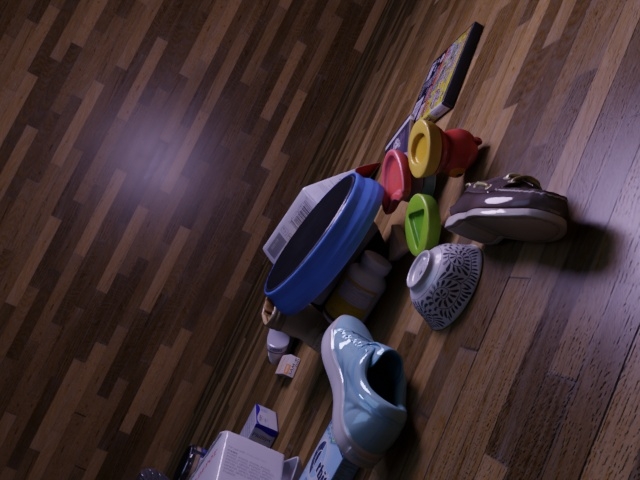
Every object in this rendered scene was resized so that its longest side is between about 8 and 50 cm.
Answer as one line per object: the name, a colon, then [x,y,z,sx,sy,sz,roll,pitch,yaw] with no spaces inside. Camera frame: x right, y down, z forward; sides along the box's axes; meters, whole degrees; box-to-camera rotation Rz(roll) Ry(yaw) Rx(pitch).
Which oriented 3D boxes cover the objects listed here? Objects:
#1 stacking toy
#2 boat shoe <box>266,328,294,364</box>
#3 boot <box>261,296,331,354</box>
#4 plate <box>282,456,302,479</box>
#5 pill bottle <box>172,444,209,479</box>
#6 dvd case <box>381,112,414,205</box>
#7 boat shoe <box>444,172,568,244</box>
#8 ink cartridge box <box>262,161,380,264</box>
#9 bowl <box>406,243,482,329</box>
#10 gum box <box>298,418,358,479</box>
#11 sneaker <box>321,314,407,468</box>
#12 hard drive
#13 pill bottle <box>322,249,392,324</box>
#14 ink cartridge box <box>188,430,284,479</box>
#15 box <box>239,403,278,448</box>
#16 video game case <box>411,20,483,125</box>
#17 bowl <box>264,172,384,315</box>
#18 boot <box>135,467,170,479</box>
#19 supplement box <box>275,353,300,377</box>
stacking toy: [0.244,-0.097,1.444,0.309,0.130,0.280,148,121,-75]
boat shoe: [-0.123,0.304,2.141,0.268,0.096,0.088,-84,2,-62]
boot: [-0.050,0.185,1.756,0.095,0.203,0.262,-59,12,27]
plate: [-0.122,0.641,1.467,0.278,0.045,0.277,-47,20,56]
pill bottle: [-0.260,0.622,1.687,0.123,0.219,0.123,-59,11,20]
dvd case: [0.218,-0.228,1.854,0.164,0.018,0.222,127,155,-56]
boat shoe: [0.285,-0.054,1.009,0.324,0.116,0.097,164,129,-83]
ink cartridge box: [0.028,-0.087,2.103,0.384,0.091,0.308,-23,-22,-44]
bowl: [0.207,0.067,1.171,0.170,0.080,0.170,-58,13,22]
gum box: [0.016,0.449,1.276,0.185,0.041,0.157,-62,11,6]
sneaker: [0.099,0.236,1.204,0.150,0.135,0.366,-51,24,21]
hard drive: [0.067,0.068,1.628,0.255,0.054,0.172,-52,-21,-7]
pill bottle: [0.090,0.118,1.530,0.184,0.103,0.103,-60,12,17]
ink cartridge box: [-0.220,0.644,1.373,0.279,0.160,0.385,-56,14,28]
box: [-0.181,0.558,1.855,0.137,0.072,0.126,-63,11,7]
video game case: [0.340,-0.441,1.837,0.275,0.035,0.248,-66,11,-18]
bowl: [0.000,0.000,1.576,0.391,0.077,0.391,-50,12,15]
boot: [-0.384,0.763,1.658,0.223,0.338,0.118,-56,-16,0]
supplement box: [-0.099,0.380,1.974,0.062,0.036,0.098,-67,11,-17]
